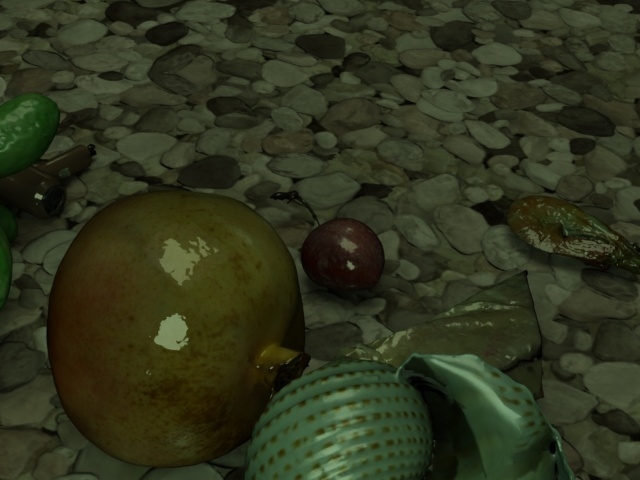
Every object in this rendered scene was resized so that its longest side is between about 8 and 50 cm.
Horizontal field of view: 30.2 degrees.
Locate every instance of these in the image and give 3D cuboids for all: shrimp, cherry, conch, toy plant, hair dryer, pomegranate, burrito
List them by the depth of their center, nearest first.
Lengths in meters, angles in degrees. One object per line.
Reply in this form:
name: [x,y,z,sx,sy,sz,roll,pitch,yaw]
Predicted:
conch: [0.086,0.261,1.145,0.302,0.319,0.215,-13,-4,-1]
pomegranate: [-0.146,0.097,1.280,0.319,0.319,0.319,2,37,-2]
burrito: [0.169,0.147,1.388,0.347,0.107,0.175,-21,46,-32]
toy plant: [-0.529,-0.054,1.524,0.356,0.211,0.317,9,61,5]
cherry: [0.000,0.000,1.581,0.107,0.090,0.225,-35,46,-25]
shrimp: [0.353,-0.001,1.643,0.217,0.051,0.115,30,51,29]
hair dryer: [-0.381,-0.099,1.705,0.117,0.064,0.181,25,37,24]
